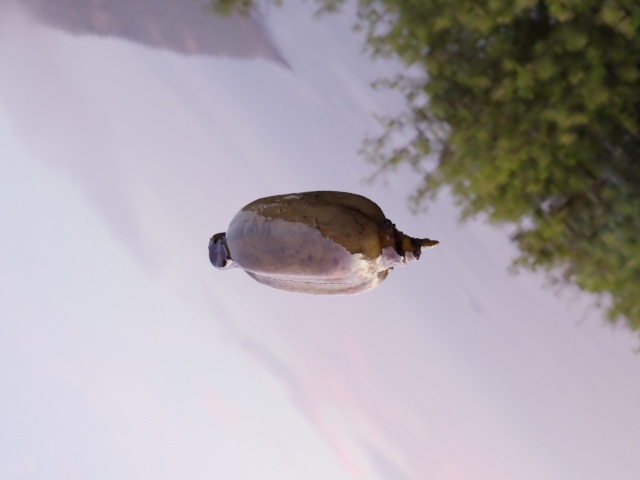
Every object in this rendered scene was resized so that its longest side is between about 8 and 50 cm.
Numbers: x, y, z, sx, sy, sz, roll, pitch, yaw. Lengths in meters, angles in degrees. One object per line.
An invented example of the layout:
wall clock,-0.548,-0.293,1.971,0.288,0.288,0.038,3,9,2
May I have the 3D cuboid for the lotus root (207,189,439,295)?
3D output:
lotus root,0.000,0.000,0.906,0.152,0.063,0.072,1,145,24
